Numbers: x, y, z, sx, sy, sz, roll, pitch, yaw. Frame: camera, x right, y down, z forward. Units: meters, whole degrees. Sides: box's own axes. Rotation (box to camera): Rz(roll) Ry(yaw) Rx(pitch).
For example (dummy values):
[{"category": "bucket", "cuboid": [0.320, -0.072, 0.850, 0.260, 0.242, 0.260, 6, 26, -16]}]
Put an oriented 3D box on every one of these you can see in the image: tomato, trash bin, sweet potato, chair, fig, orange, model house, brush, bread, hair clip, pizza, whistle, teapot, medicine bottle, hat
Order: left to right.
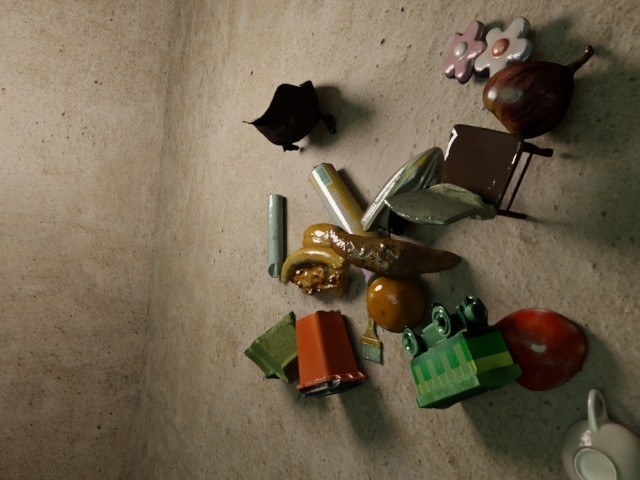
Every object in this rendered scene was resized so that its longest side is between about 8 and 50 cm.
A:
[{"category": "whistle", "cuboid": [-0.167, -0.015, 1.592, 0.062, 0.062, 0.312, -6, 83, 49]}, {"category": "model house", "cuboid": [-0.126, 0.384, 1.464, 0.189, 0.195, 0.214, 50, 143, 10]}, {"category": "hat", "cuboid": [-0.092, -0.376, 1.393, 0.238, 0.336, 0.209, -32, 102, 26]}, {"category": "pizza", "cuboid": [-0.017, 0.104, 1.354, 0.365, 0.074, 0.182, -11, 106, 51]}, {"category": "bread", "cuboid": [0.000, 0.000, 1.385, 0.189, 0.077, 0.114, 6, 97, 47]}, {"category": "trash bin", "cuboid": [0.022, 0.332, 1.275, 0.184, 0.161, 0.239, -31, 61, 44]}, {"category": "medicine bottle", "cuboid": [0.091, -0.061, 1.261, 0.108, 0.108, 0.426, -53, 49, 33]}, {"category": "brush", "cuboid": [0.146, 0.238, 1.242, 0.082, 0.010, 0.218, -1, 87, 50]}, {"category": "sweet potato", "cuboid": [0.164, 0.037, 1.063, 0.341, 0.114, 0.092, 12, 135, 21]}, {"category": "orange", "cuboid": [0.196, 0.159, 1.103, 0.156, 0.124, 0.156, 21, 122, 38]}, {"category": "chair", "cuboid": [0.295, -0.129, 0.845, 0.160, 0.319, 0.186, 34, 117, 45]}, {"category": "hair clip", "cuboid": [0.376, -0.426, 0.974, 0.257, 0.075, 0.146, 37, 120, 50]}, {"category": "tomato", "cuboid": [0.424, 0.212, 0.862, 0.174, 0.082, 0.166, -56, 48, 34]}, {"category": "fig", "cuboid": [0.429, -0.280, 0.845, 0.202, 0.148, 0.149, -4, 114, 27]}, {"category": "teapot", "cuboid": [0.502, 0.383, 0.758, 0.145, 0.092, 0.226, -13, 75, 48]}]

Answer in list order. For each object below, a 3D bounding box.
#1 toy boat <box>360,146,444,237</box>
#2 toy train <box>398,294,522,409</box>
[{"category": "toy boat", "cuboid": [0.222, -0.108, 1.084, 0.269, 0.140, 0.141, -42, 57, 37]}, {"category": "toy train", "cuboid": [0.288, 0.247, 0.938, 0.301, 0.120, 0.202, 116, 143, -57]}]
